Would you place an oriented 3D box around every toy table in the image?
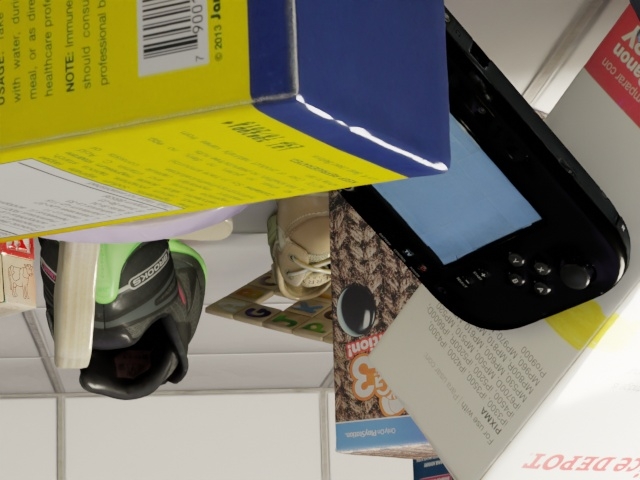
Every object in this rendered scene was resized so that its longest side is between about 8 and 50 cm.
[{"bbox_3d":[-0.175,-0.049,1.433,0.274,0.252,0.161,12,151,-8],"label":"toy table"}]

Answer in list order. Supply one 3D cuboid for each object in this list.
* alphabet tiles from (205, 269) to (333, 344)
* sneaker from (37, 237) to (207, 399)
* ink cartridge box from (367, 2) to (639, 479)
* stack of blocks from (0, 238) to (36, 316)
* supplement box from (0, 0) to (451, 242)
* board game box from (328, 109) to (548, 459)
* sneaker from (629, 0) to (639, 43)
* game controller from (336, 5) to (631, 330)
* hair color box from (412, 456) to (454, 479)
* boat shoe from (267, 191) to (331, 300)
[{"bbox_3d":[0.019,0.057,2.169,0.198,0.009,0.237,12,-154,32],"label":"alphabet tiles"},{"bbox_3d":[-0.225,0.080,2.105,0.185,0.202,0.483,-2,169,4],"label":"sneaker"},{"bbox_3d":[0.259,0.014,1.451,0.279,0.160,0.384,9,124,-46],"label":"ink cartridge box"},{"bbox_3d":[-0.399,0.002,1.705,0.297,0.171,0.087,-13,164,29],"label":"stack of blocks"},{"bbox_3d":[-0.127,-0.125,1.115,0.357,0.195,0.194,-8,167,26],"label":"supplement box"},{"bbox_3d":[0.140,0.049,1.781,0.232,0.291,0.141,-10,166,35],"label":"board game box"},{"bbox_3d":[0.274,-0.180,1.147,0.153,0.099,0.282,-2,172,-8],"label":"sneaker"},{"bbox_3d":[0.065,-0.069,1.288,0.166,0.067,0.319,-31,108,38],"label":"game controller"},{"bbox_3d":[0.191,0.136,2.084,0.174,0.347,0.105,3,168,-26],"label":"hair color box"},{"bbox_3d":[0.000,0.000,2.003,0.109,0.098,0.302,0,169,-10],"label":"boat shoe"}]
